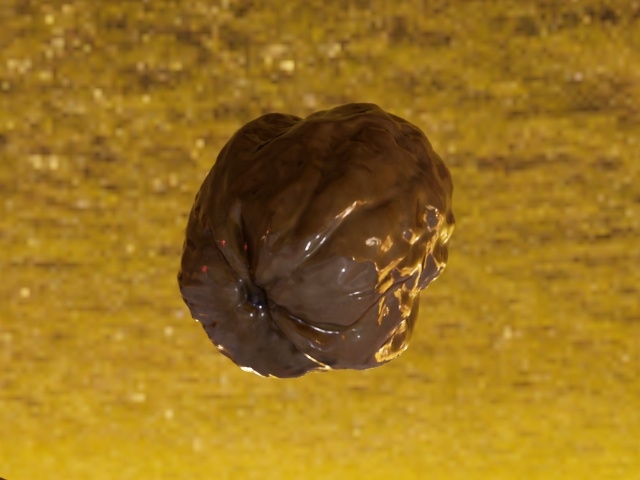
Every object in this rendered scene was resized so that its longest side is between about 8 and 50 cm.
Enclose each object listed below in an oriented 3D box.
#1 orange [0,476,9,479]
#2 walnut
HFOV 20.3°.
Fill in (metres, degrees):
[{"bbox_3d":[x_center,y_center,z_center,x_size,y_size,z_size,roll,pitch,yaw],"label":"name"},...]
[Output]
[{"bbox_3d":[-0.097,0.112,0.484,0.085,0.095,0.085,-22,-172,3],"label":"orange"},{"bbox_3d":[0.000,0.000,0.534,0.079,0.082,0.096,-35,-175,29],"label":"walnut"}]
